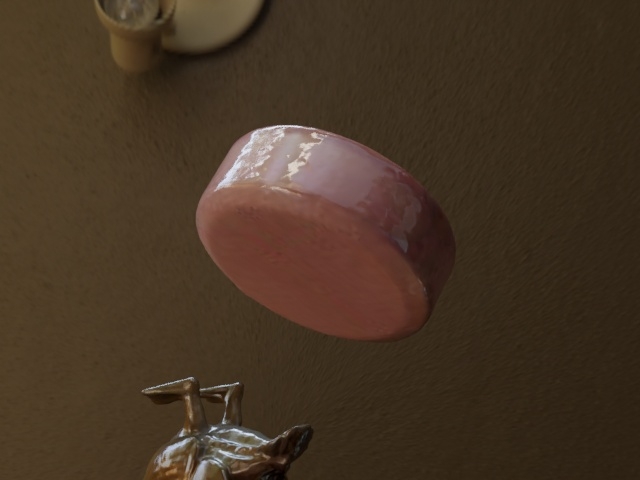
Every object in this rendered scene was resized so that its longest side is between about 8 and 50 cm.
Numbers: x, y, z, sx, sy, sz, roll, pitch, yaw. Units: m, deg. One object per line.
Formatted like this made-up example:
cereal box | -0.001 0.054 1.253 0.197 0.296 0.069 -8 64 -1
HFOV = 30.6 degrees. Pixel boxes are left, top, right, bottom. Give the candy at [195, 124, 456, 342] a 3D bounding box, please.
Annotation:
candy | 0.000 0.000 1.100 0.255 0.255 0.094 26 -119 2

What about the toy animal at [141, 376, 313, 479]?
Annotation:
toy animal | -0.070 0.186 0.827 0.089 0.188 0.179 10 -112 -40
